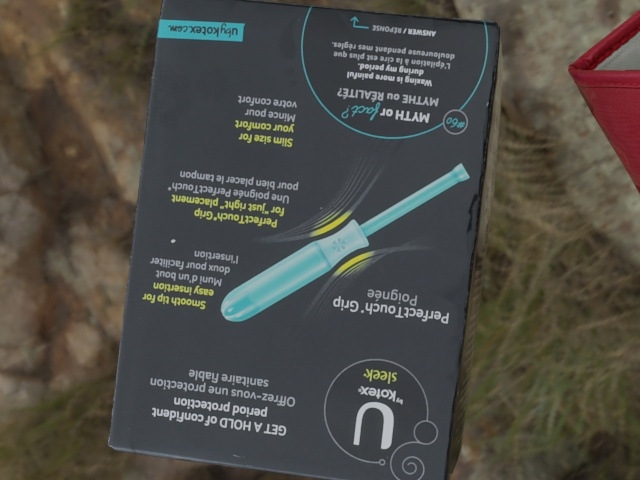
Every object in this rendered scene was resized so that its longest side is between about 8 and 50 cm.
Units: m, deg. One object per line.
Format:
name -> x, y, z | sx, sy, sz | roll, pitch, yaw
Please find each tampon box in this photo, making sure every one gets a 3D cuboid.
tampon box -> 0.000, 0.000, 0.550 | 0.120, 0.101, 0.161 | 7, 91, 8

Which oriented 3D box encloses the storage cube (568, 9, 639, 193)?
storage cube -> 0.241, -0.033, 0.504 | 0.193, 0.215, 0.184 | 56, 167, -17
